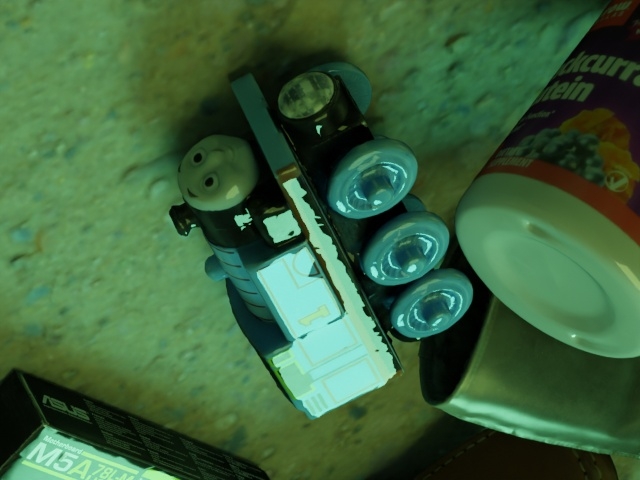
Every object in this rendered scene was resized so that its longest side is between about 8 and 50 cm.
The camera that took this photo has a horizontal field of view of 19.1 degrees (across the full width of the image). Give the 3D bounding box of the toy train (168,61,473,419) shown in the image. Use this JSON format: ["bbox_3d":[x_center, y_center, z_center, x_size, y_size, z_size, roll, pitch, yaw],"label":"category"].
[{"bbox_3d":[0.000,0.000,0.858,0.105,0.080,0.184,-29,140,0],"label":"toy train"}]

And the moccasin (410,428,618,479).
[{"bbox_3d":[0.002,0.225,1.045,0.380,0.139,0.147,-36,150,14],"label":"moccasin"}]

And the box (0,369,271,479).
[{"bbox_3d":[-0.136,0.165,0.946,0.184,0.045,0.190,-49,138,11],"label":"box"}]

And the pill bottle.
[{"bbox_3d":[0.155,-0.051,0.858,0.193,0.108,0.108,-52,145,-22],"label":"pill bottle"}]

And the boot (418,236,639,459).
[{"bbox_3d":[0.158,0.035,0.999,0.208,0.190,0.076,23,152,-19],"label":"boot"}]
